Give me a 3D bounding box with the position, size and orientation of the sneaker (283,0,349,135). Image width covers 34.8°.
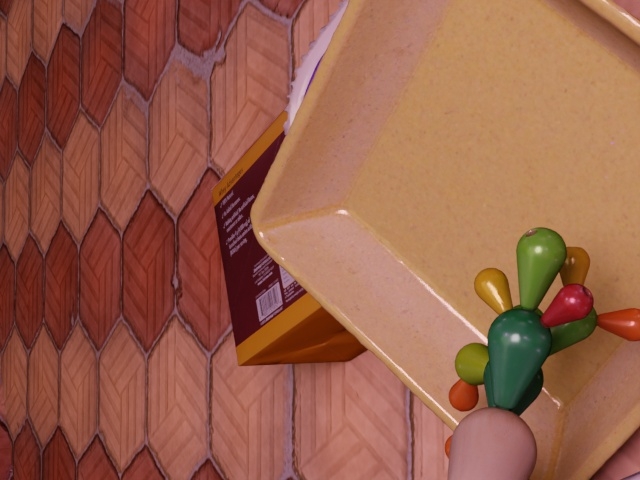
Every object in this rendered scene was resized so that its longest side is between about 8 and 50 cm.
[{"bbox_3d":[0.082,-0.154,0.829,0.146,0.102,0.293,29,92,46],"label":"sneaker"}]

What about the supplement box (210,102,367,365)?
[{"bbox_3d":[0.000,0.000,0.989,0.191,0.129,0.194,-40,55,52],"label":"supplement box"}]

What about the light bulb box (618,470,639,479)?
[{"bbox_3d":[0.087,0.306,0.583,0.361,0.357,0.225,-47,61,49],"label":"light bulb box"}]

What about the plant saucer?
[{"bbox_3d":[0.135,-0.029,0.718,0.332,0.081,0.333,43,130,19],"label":"plant saucer"}]

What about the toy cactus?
[{"bbox_3d":[0.121,0.106,0.621,0.180,0.112,0.219,-58,-13,-52],"label":"toy cactus"}]
